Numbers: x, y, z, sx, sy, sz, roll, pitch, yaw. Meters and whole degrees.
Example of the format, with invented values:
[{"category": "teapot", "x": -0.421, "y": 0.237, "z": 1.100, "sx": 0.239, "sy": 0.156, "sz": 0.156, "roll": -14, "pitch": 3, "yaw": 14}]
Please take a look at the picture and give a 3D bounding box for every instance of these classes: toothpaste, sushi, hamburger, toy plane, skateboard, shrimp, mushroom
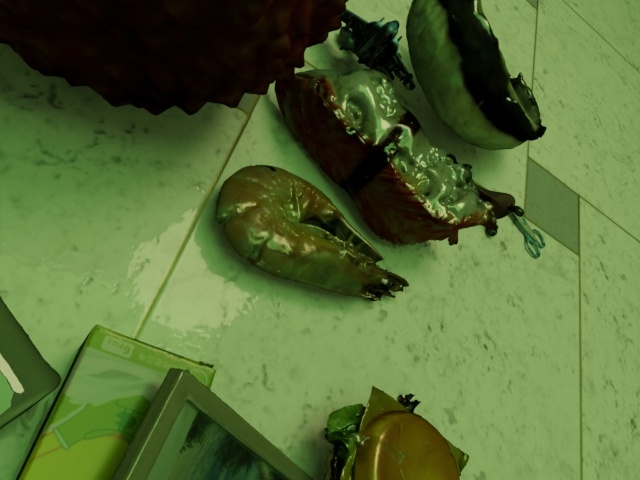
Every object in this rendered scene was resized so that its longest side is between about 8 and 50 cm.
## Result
[{"category": "toothpaste", "x": -0.184, "y": 0.229, "z": 0.362, "sx": 0.110, "sy": 0.077, "sz": 0.327, "roll": 28, "pitch": 57, "yaw": -21}, {"category": "sushi", "x": 0.084, "y": -0.111, "z": 0.655, "sx": 0.130, "sy": 0.124, "sz": 0.332, "roll": -40, "pitch": 91, "yaw": -30}, {"category": "hamburger", "x": 0.066, "y": 0.245, "z": 0.503, "sx": 0.189, "sy": 0.093, "sz": 0.164, "roll": 51, "pitch": 44, "yaw": -6}, {"category": "toy plane", "x": 0.076, "y": -0.265, "z": 0.685, "sx": 0.169, "sy": 0.078, "sz": 0.246, "roll": 43, "pitch": 19, "yaw": -11}, {"category": "skateboard", "x": 0.243, "y": -0.078, "z": 0.789, "sx": 0.152, "sy": 0.067, "sz": 0.080, "roll": 28, "pitch": 48, "yaw": -15}, {"category": "shrimp", "x": 0.001, "y": 0.000, "z": 0.598, "sx": 0.267, "sy": 0.061, "sz": 0.145, "roll": 27, "pitch": 48, "yaw": -18}, {"category": "mushroom", "x": 0.234, "y": -0.260, "z": 0.780, "sx": 0.344, "sy": 0.130, "sz": 0.247, "roll": 15, "pitch": 52, "yaw": -55}]

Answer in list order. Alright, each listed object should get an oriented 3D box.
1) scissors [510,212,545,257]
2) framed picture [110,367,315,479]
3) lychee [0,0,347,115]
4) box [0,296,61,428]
[{"category": "scissors", "x": 0.346, "y": -0.027, "z": 0.857, "sx": 0.119, "sy": 0.014, "sz": 0.058, "roll": 51, "pitch": 51, "yaw": -8}, {"category": "framed picture", "x": -0.102, "y": 0.286, "z": 0.349, "sx": 0.232, "sy": 0.024, "sz": 0.314, "roll": 55, "pitch": 40, "yaw": -36}, {"category": "lychee", "x": -0.166, "y": -0.340, "z": 0.403, "sx": 0.500, "sy": 0.425, "sz": 0.424, "roll": 52, "pitch": 47, "yaw": -35}, {"category": "box", "x": -0.391, "y": 0.048, "z": 0.250, "sx": 0.352, "sy": 0.177, "sz": 0.343, "roll": -38, "pitch": 93, "yaw": -39}]
